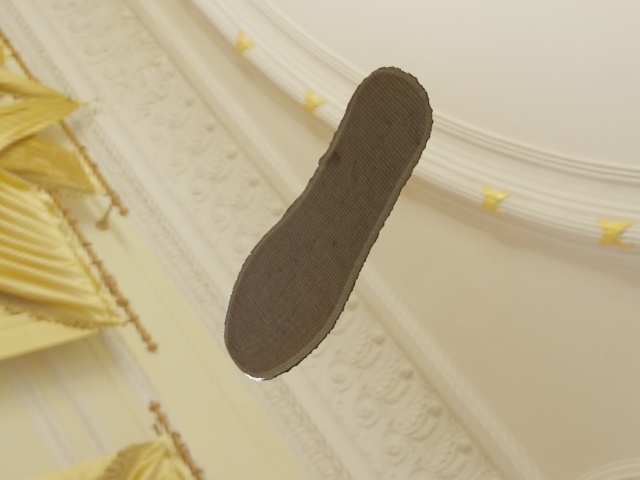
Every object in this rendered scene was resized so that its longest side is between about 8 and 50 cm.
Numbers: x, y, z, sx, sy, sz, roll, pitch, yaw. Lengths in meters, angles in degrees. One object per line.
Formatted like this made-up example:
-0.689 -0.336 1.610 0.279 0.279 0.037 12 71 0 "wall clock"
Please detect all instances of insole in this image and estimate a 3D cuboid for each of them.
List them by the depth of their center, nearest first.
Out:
0.000 0.000 0.606 0.080 0.003 0.232 51 -54 27 "insole"
